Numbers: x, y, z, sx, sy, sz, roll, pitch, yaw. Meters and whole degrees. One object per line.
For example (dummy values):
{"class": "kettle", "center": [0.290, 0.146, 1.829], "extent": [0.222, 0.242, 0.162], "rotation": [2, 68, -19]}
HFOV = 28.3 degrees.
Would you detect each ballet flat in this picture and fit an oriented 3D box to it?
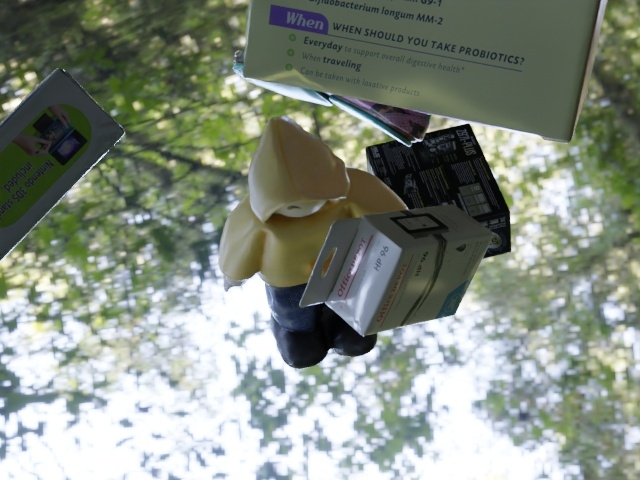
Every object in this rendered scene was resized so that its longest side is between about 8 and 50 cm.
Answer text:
{"class": "ballet flat", "center": [0.018, -0.157, 1.187], "extent": [0.077, 0.221, 0.079], "rotation": [31, -94, -57]}

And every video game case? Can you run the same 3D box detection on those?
{"class": "video game case", "center": [-0.250, -0.008, 0.871], "extent": [0.244, 0.269, 0.061], "rotation": [-46, -76, -7]}

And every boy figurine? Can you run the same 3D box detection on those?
{"class": "boy figurine", "center": [0.000, 0.000, 1.070], "extent": [0.285, 0.177, 0.092], "rotation": [84, 174, -58]}

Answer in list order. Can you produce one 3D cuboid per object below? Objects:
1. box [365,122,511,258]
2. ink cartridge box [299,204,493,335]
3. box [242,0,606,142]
{"class": "box", "center": [0.150, -0.054, 1.637], "extent": [0.077, 0.147, 0.180], "rotation": [80, 175, -45]}
{"class": "ink cartridge box", "center": [0.034, 0.013, 0.566], "extent": [0.083, 0.028, 0.048], "rotation": [-8, -51, -45]}
{"class": "box", "center": [0.080, -0.209, 0.791], "extent": [0.117, 0.214, 0.243], "rotation": [-52, -29, -64]}
